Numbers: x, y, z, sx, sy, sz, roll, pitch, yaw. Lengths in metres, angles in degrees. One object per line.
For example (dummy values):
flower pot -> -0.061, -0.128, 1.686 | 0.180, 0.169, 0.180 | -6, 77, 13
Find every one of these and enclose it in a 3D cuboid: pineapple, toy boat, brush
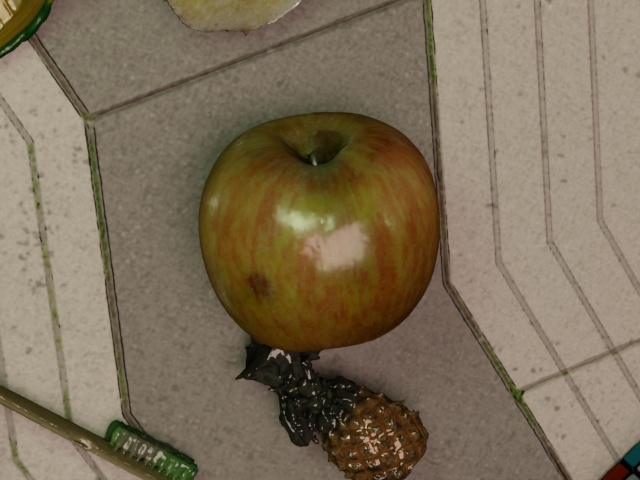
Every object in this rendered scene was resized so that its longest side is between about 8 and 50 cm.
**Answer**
pineapple -> 0.008, 0.184, 1.922 | 0.237, 0.119, 0.111 | 37, 137, -17
toy boat -> -0.347, -0.223, 1.719 | 0.229, 0.088, 0.089 | -32, 110, -4
brush -> -0.255, 0.212, 1.881 | 0.282, 0.054, 0.048 | 29, 86, -20

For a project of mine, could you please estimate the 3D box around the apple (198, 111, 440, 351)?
apple -> 0.000, 0.000, 1.789 | 0.264, 0.264, 0.264 | -4, 106, -14

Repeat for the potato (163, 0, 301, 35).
potato -> -0.073, -0.363, 1.722 | 0.239, 0.116, 0.299 | -7, 132, -28

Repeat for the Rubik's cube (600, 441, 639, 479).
Rubik's cube -> 0.438, 0.339, 2.047 | 0.151, 0.155, 0.154 | -45, 111, -2
